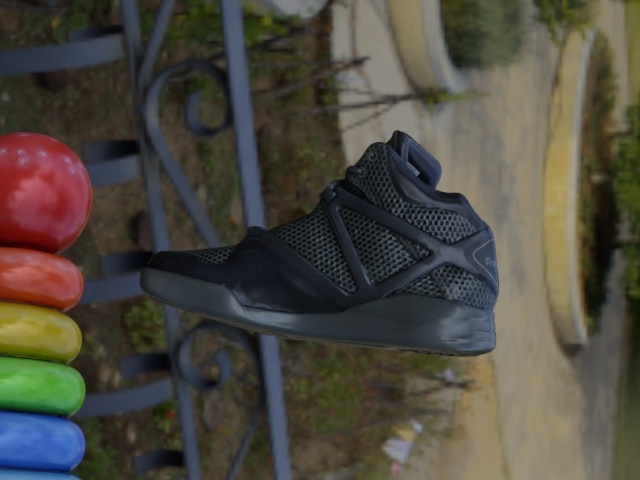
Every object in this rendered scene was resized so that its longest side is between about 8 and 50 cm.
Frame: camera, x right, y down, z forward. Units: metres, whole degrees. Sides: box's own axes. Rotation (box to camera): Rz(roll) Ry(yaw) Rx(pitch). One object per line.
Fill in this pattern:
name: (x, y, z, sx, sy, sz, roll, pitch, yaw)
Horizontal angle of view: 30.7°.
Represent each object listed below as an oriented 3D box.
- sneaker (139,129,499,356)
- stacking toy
sneaker: (0.000, 0.000, 0.731, 0.087, 0.227, 0.130, 31, 63, -68)
stacking toy: (-0.211, 0.088, 0.762, 0.141, 0.141, 0.330, 31, 59, -67)
